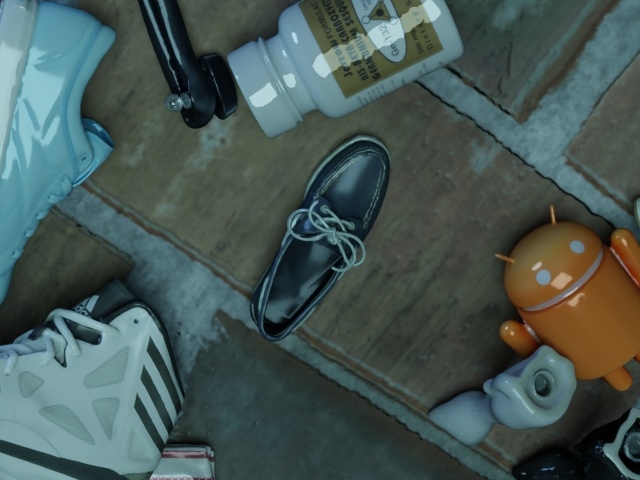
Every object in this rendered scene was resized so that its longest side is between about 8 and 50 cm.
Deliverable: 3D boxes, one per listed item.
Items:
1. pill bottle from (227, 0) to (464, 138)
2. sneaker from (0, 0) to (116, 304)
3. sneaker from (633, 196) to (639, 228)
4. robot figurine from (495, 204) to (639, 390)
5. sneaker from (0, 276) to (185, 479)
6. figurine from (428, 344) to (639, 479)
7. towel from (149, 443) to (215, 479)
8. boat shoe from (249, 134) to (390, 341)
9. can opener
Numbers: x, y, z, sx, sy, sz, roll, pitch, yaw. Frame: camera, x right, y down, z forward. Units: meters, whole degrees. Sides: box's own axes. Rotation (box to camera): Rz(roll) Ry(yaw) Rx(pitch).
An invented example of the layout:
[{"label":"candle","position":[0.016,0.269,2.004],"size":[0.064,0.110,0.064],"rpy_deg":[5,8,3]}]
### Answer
[{"label":"pill bottle","position":[0.025,-0.204,1.623],"size":[0.229,0.131,0.131],"rpy_deg":[-27,107,4]},{"label":"sneaker","position":[-0.301,-0.075,1.642],"size":[0.150,0.135,0.366],"rpy_deg":[11,111,-12]},{"label":"sneaker","position":[0.431,0.024,1.738],"size":[0.086,0.064,0.192],"rpy_deg":[-23,98,23]},{"label":"robot figurine","position":[0.290,0.070,1.728],"size":[0.158,0.128,0.219],"rpy_deg":[-27,110,37]},{"label":"sneaker","position":[-0.336,0.126,1.650],"size":[0.447,0.169,0.257],"rpy_deg":[32,81,-36]},{"label":"figurine","position":[0.249,0.224,1.762],"size":[0.215,0.209,0.092],"rpy_deg":[35,58,-11]},{"label":"towel","position":[-0.242,0.396,1.843],"size":[0.237,0.037,0.329],"rpy_deg":[0,106,-2]},{"label":"boat shoe","position":[0.000,0.000,1.712],"size":[0.095,0.079,0.254],"rpy_deg":[34,102,-13]},{"label":"can opener","position":[-0.157,-0.208,1.657],"size":[0.059,0.073,0.186],"rpy_deg":[-13,109,41]}]
